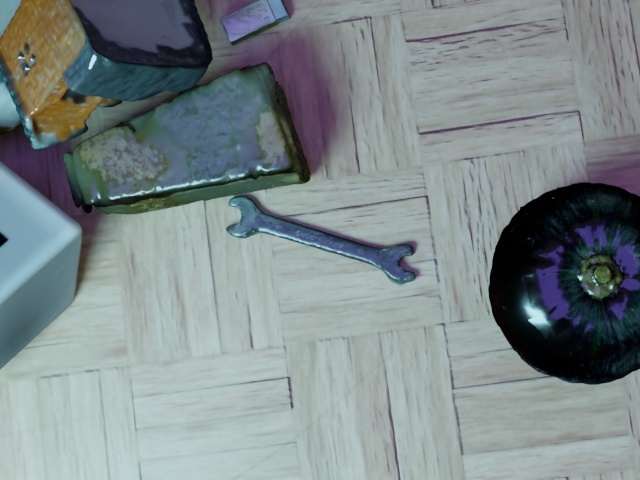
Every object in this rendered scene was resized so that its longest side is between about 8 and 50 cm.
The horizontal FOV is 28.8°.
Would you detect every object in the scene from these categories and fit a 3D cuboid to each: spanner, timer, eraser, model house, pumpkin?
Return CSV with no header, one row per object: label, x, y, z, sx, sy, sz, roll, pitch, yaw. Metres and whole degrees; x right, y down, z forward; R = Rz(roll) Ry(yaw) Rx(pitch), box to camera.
spanner,0.000,0.000,1.555,0.254,0.015,0.054,17,84,8
timer,-0.420,0.029,1.485,0.195,0.192,0.194,38,57,10
eraser,-0.084,-0.284,1.596,0.083,0.019,0.038,-23,80,3
model house,-0.313,-0.226,1.535,0.301,0.190,0.271,-43,63,32
pumpkin,0.306,0.048,1.438,0.233,0.163,0.233,-1,84,5

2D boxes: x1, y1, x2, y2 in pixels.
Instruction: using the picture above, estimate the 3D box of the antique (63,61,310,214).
antique,-0.169,-0.104,1.533,0.284,0.125,0.150,-17,80,4
